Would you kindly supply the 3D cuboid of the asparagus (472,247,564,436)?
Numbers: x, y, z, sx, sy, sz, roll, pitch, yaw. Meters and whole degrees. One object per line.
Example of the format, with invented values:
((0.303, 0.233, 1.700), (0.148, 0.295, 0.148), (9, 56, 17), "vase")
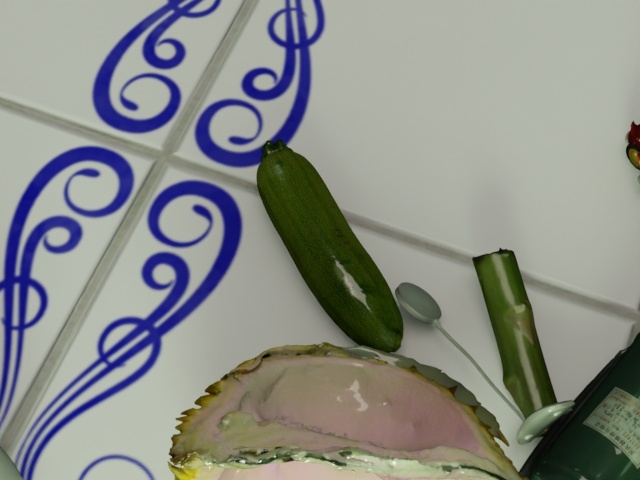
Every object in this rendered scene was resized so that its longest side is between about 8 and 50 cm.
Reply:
((0.182, 0.094, 1.093), (0.045, 0.041, 0.178), (-22, 73, 27), "asparagus")

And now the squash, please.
((0.000, 0.000, 1.130), (0.069, 0.069, 0.258), (-26, 64, -13), "squash")

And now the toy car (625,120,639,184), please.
((0.367, -0.088, 1.148), (0.112, 0.112, 0.139), (-31, 66, -15), "toy car")

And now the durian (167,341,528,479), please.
((0.025, 0.160, 1.002), (0.305, 0.186, 0.196), (2, 43, -7), "durian")

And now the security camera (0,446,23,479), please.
((-0.324, 0.255, 0.931), (0.194, 0.195, 0.236), (13, 58, 8), "security camera")

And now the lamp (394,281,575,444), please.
((0.142, 0.097, 1.069), (0.050, 0.056, 0.198), (1, 40, -51), "lamp")

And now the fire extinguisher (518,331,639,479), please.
((0.250, 0.179, 1.016), (0.118, 0.093, 0.294), (30, 65, 32), "fire extinguisher")
